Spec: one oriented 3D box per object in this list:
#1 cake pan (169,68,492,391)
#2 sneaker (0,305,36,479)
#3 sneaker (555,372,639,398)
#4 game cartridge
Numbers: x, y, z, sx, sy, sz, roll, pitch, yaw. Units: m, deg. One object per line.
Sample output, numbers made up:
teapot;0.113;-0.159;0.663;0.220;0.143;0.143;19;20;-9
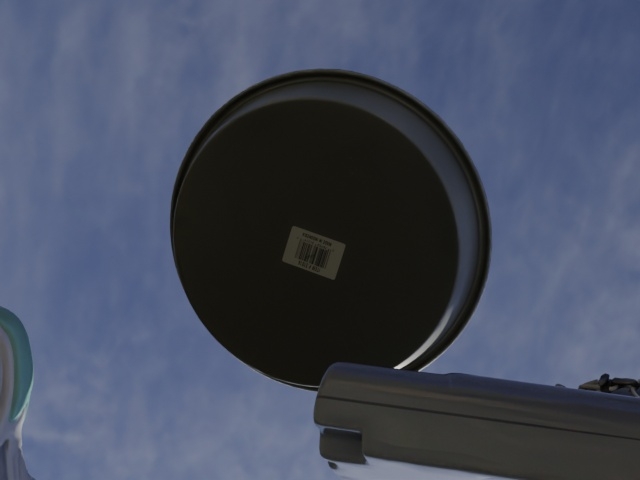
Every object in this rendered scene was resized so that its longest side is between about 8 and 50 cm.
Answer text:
cake pan;0.000;0.000;1.214;0.293;0.054;0.293;3;-77;13
sneaker;-0.111;0.070;0.384;0.038;0.069;0.098;-5;-84;43
sneaker;0.213;0.136;0.975;0.115;0.105;0.281;44;-57;5
game cartridge;0.119;0.134;0.742;0.196;0.294;0.060;10;-109;16
